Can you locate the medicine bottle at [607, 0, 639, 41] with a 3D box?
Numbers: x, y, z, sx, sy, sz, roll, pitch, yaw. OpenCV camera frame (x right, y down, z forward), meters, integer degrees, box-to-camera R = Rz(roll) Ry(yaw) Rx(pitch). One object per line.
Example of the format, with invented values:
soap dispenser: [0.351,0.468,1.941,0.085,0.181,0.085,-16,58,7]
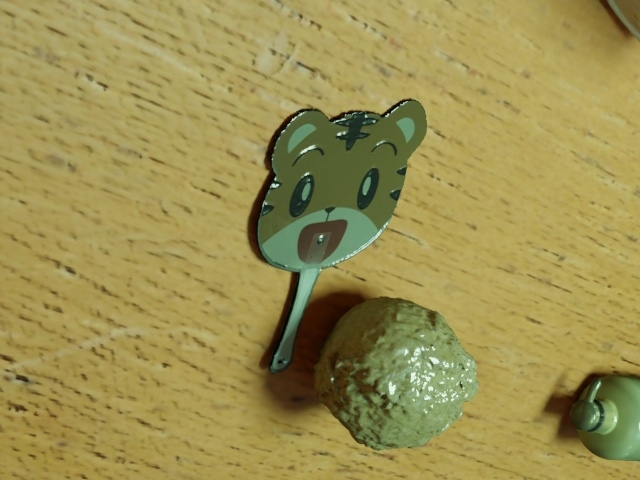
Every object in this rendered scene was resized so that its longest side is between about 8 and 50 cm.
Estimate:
medicine bottle: [0.398,-0.278,1.448,0.379,0.213,0.213,-49,142,-2]

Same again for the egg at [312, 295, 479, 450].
egg: [0.055,0.102,1.491,0.116,0.118,0.140,-64,153,-11]

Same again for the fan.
fan: [0.000,0.000,1.439,0.152,0.008,0.227,-7,124,-43]

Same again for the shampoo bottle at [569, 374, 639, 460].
shampoo bottle: [0.285,0.165,1.803,0.162,0.079,0.079,8,114,-48]
